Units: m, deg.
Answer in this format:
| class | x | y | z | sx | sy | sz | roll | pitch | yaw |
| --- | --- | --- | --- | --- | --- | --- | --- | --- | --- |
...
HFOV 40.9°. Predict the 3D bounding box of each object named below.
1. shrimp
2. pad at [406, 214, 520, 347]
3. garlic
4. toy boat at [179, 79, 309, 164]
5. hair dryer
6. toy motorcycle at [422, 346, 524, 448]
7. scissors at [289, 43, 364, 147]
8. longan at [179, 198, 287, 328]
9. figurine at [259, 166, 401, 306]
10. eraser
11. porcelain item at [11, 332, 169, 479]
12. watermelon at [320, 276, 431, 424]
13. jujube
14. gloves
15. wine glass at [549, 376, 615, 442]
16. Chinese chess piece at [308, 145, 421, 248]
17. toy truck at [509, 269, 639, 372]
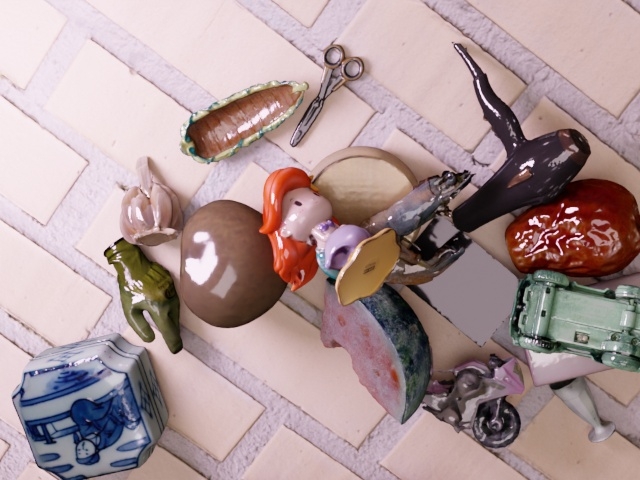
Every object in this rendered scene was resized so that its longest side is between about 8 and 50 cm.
| class | x | y | z | sx | sy | sz | roll | pitch | yaw |
| --- | --- | --- | --- | --- | --- | --- | --- | --- | --- |
| shrimp | 0.196 | -0.010 | 1.625 | 0.289 | 0.075 | 0.178 | -35 | 106 | 10 |
| pad | 0.282 | 0.082 | 1.743 | 0.243 | 0.004 | 0.164 | 40 | 105 | 8 |
| garlic | -0.353 | -0.074 | 1.737 | 0.131 | 0.127 | 0.194 | -18 | 76 | -10 |
| toy boat | -0.140 | -0.244 | 1.676 | 0.293 | 0.099 | 0.108 | -24 | 101 | 18 |
| hair dryer | 0.320 | -0.212 | 1.649 | 0.303 | 0.120 | 0.359 | -34 | 79 | 42 |
| toy motorcycle | 0.278 | 0.280 | 1.763 | 0.327 | 0.143 | 0.188 | 29 | 97 | 12 |
| scissors | -0.001 | -0.278 | 1.695 | 0.088 | 0.017 | 0.220 | 32 | 105 | -5 |
| longan | -0.174 | 0.051 | 1.684 | 0.246 | 0.246 | 0.215 | 35 | 144 | -5 |
| figurine | -0.006 | 0.000 | 1.570 | 0.257 | 0.208 | 0.181 | 36 | 77 | 31 |
| eraser | 0.539 | 0.179 | 1.724 | 0.270 | 0.095 | 0.174 | -15 | 85 | 7 |
| porcelain item | -0.488 | 0.356 | 1.829 | 0.281 | 0.157 | 0.286 | -12 | 103 | 9 |
| watermelon | 0.116 | 0.205 | 1.722 | 0.226 | 0.148 | 0.318 | -32 | 83 | 48 |
| jujube | 0.483 | -0.014 | 1.645 | 0.255 | 0.190 | 0.190 | -18 | 103 | 21 |
| gloves | -0.354 | 0.115 | 1.778 | 0.107 | 0.135 | 0.268 | -16 | 105 | 51 |
| wine glass | 0.545 | 0.342 | 1.787 | 0.073 | 0.073 | 0.155 | -33 | 103 | 12 |
| Chinese chess piece | 0.080 | -0.061 | 1.701 | 0.249 | 0.103 | 0.250 | 1 | 104 | 3 |
| toy truck | 0.499 | 0.155 | 1.607 | 0.278 | 0.156 | 0.155 | 11 | 82 | 13 |
